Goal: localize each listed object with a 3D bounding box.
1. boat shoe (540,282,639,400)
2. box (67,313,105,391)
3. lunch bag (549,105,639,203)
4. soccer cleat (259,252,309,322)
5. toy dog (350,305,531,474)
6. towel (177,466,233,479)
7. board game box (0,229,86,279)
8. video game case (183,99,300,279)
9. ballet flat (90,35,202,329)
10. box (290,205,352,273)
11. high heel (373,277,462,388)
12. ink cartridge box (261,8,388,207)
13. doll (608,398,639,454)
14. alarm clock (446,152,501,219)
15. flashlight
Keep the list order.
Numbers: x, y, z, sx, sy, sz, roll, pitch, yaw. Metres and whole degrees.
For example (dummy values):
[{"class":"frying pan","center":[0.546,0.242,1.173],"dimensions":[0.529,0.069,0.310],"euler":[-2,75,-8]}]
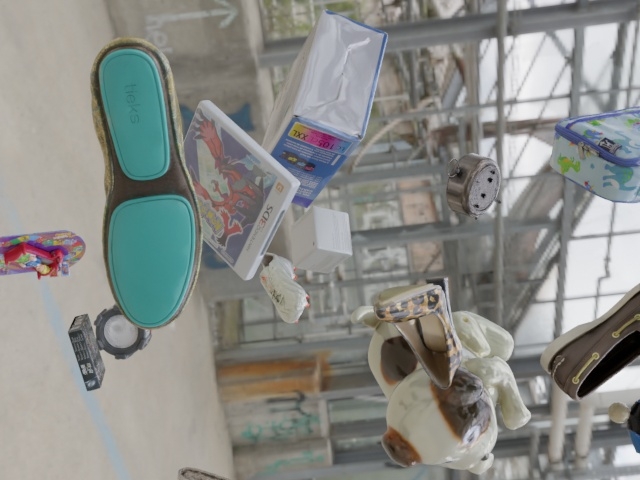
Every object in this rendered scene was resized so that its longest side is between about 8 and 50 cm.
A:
[{"class":"boat shoe","center":[0.543,0.158,1.417],"dimensions":[0.116,0.324,0.097],"euler":[55,3,-45]},{"class":"box","center":[-0.299,0.143,1.047],"dimensions":[0.067,0.018,0.083],"euler":[-127,-158,-75]},{"class":"lunch bag","center":[0.466,-0.134,1.218],"dimensions":[0.176,0.219,0.090],"euler":[-130,-144,-53]},{"class":"soccer cleat","center":[-0.074,0.085,1.475],"dimensions":[0.068,0.076,0.196],"euler":[-54,-156,15]},{"class":"toy dog","center":[0.241,0.290,1.643],"dimensions":[0.395,0.284,0.408],"euler":[46,15,-13]},{"class":"towel","center":[-0.133,0.525,1.456],"dimensions":[0.049,0.282,0.187],"euler":[-41,139,-62]},{"class":"board game box","center":[-0.480,0.035,1.375],"dimensions":[0.133,0.168,0.033],"euler":[120,-42,-54]},{"class":"video game case","center":[-0.137,-0.072,1.185],"dimensions":[0.023,0.201,0.183],"euler":[-19,145,-50]},{"class":"ballet flat","center":[-0.208,-0.069,0.986],"dimensions":[0.123,0.123,0.348],"euler":[-88,175,-73]},{"class":"box","center":[0.000,0.000,1.675],"dimensions":[0.101,0.087,0.102],"euler":[-39,-132,49]},{"class":"high heel","center":[0.157,0.161,1.277],"dimensions":[0.261,0.093,0.186],"euler":[-6,90,-60]},{"class":"ink cartridge box","center":[-0.022,-0.250,1.706],"dimensions":[0.395,0.151,0.270],"euler":[137,-29,-61]},{"class":"doll","center":[0.605,0.336,1.458],"dimensions":[0.046,0.189,0.129],"euler":[-164,-85,-87]},{"class":"alarm clock","center":[0.311,-0.120,1.688],"dimensions":[0.192,0.064,0.129],"euler":[28,86,-46]},{"class":"flashlight","center":[-0.356,0.151,1.578],"dimensions":[0.304,0.103,0.103],"euler":[-128,-147,-86]}]
